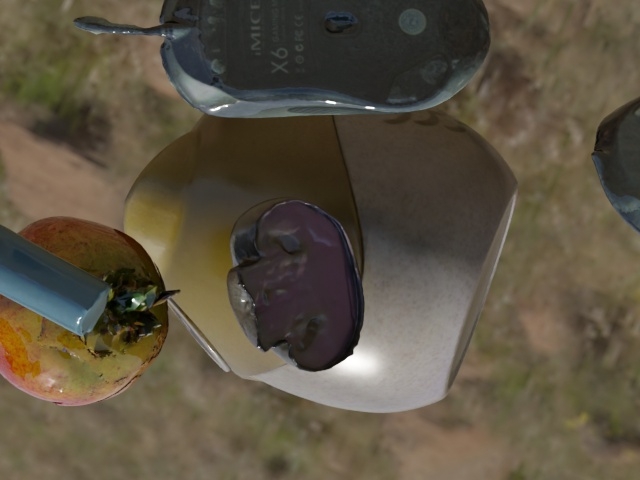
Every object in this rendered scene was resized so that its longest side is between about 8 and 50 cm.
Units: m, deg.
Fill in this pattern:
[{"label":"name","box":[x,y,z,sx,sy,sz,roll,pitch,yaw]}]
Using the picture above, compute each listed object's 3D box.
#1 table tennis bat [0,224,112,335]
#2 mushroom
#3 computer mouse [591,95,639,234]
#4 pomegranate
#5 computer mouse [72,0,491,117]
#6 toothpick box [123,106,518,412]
[{"label":"table tennis bat","box":[-0.285,-0.037,1.199,0.329,0.044,0.215,32,160,4]},{"label":"mushroom","box":[-0.034,0.045,1.914,0.117,0.141,0.188,7,118,67]},{"label":"computer mouse","box":[0.405,-0.044,1.518,0.374,0.203,0.114,0,141,-1]},{"label":"pomegranate","box":[-0.259,0.073,1.961,0.210,0.210,0.235,33,153,-31]},{"label":"computer mouse","box":[-0.034,-0.188,1.678,0.379,0.167,0.090,2,167,-3]},{"label":"toothpick box","box":[0.000,0.000,2.280,0.425,0.409,0.409,20,165,9]}]
